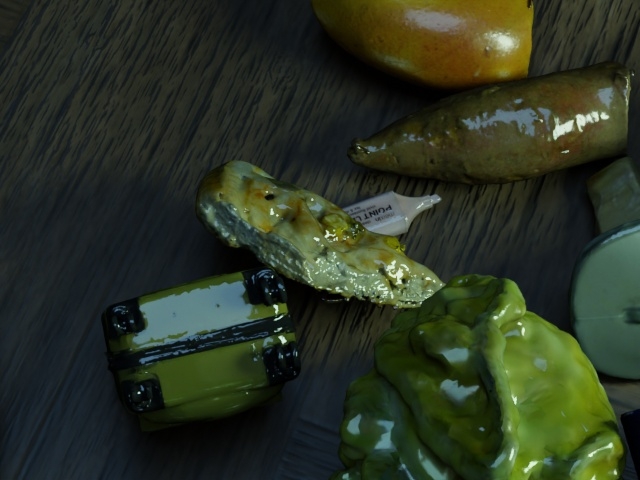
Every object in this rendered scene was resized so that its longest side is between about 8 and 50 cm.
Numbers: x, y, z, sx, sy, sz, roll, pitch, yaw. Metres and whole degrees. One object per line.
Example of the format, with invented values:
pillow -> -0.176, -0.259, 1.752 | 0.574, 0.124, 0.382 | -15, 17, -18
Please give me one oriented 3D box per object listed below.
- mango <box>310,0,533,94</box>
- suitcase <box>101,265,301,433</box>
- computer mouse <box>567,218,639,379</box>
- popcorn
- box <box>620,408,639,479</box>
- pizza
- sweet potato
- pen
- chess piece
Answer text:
mango -> 0.118, -0.259, 1.999 | 0.257, 0.138, 0.187 | 3, 49, -8
suitcase -> -0.124, 0.114, 1.744 | 0.194, 0.235, 0.143 | -14, 89, -9
computer mouse -> 0.431, 0.053, 1.827 | 0.331, 0.197, 0.095 | -12, 21, -4
popcorn -> 0.149, 0.199, 1.666 | 0.312, 0.312, 0.312 | 1, 62, -2
box -> 0.389, 0.258, 1.542 | 0.168, 0.071, 0.259 | -20, 71, 16
pizza -> 0.000, 0.001, 1.820 | 0.297, 0.189, 0.071 | 30, 106, 6
sweet potato -> 0.199, -0.119, 1.934 | 0.336, 0.131, 0.131 | -14, 64, -10
pen -> 0.046, -0.018, 1.927 | 0.197, 0.032, 0.053 | -20, 64, -11
chess piece -> 0.428, -0.079, 1.879 | 0.301, 0.137, 0.137 | -35, 63, 22
